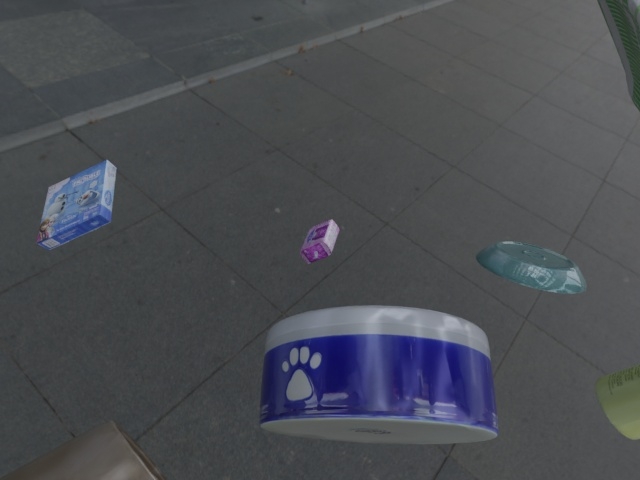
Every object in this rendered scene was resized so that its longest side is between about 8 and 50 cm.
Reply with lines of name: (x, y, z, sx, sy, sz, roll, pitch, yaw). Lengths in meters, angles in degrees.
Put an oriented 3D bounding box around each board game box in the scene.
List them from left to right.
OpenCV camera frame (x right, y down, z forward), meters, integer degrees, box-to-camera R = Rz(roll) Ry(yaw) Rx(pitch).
board game box: (-0.291, -0.044, 0.512, 0.090, 0.020, 0.090, -22, 54, 10)

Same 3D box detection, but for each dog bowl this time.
dog bowl: (0.063, 0.170, 0.499, 0.264, 0.265, 0.104, 8, 61, -8)

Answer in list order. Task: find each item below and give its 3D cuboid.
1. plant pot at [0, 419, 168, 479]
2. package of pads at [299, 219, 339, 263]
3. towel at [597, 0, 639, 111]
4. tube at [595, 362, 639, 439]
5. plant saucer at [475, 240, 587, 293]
plant pot: (-0.359, 0.432, 0.604, 0.323, 0.323, 0.280, 38, 58, 20)
package of pads: (0.000, 0.000, 0.714, 0.032, 0.050, 0.083, 57, 25, -20)
towel: (0.430, -0.220, 0.563, 0.248, 0.038, 0.325, 48, 42, -26)
tube: (0.352, 0.100, 0.343, 0.062, 0.240, 0.070, 34, 41, -9)
plant saucer: (0.241, 0.025, 0.488, 0.119, 0.021, 0.119, 8, 19, -3)
